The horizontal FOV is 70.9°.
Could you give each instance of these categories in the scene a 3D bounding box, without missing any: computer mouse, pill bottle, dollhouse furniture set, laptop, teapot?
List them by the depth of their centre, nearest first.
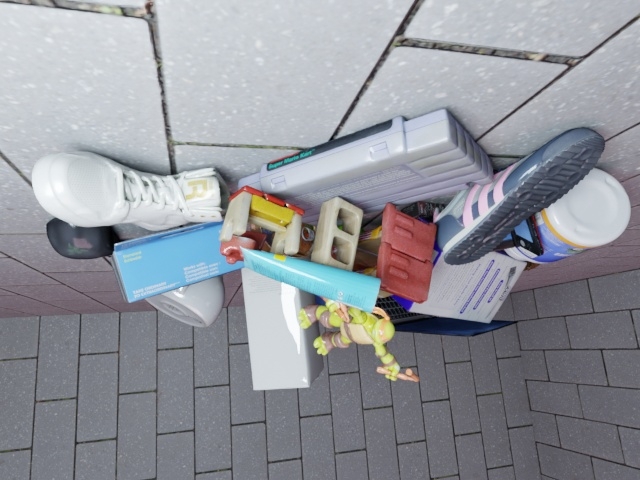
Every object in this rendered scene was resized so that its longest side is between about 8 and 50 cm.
[{"bbox_3d":[0.000,0.000,0.789,0.374,0.152,0.201,23,156,-27],"label":"dollhouse furniture set"},{"bbox_3d":[0.479,-0.035,0.929,0.153,0.152,0.272,-4,167,-1],"label":"pill bottle"},{"bbox_3d":[-0.506,0.014,1.002,0.189,0.072,0.272,-2,167,-7],"label":"computer mouse"},{"bbox_3d":[-0.365,0.113,1.261,0.256,0.187,0.252,7,147,32],"label":"teapot"},{"bbox_3d":[0.289,0.136,1.287,0.236,0.407,0.382,-44,152,28],"label":"laptop"}]

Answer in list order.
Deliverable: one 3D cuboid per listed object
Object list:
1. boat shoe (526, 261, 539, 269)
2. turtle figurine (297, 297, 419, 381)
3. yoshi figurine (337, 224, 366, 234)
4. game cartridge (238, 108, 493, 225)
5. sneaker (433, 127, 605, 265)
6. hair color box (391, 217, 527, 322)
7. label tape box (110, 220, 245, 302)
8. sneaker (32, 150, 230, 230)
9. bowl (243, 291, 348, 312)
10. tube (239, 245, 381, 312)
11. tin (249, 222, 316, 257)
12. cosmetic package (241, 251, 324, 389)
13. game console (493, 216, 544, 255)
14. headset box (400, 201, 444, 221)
[{"bbox_3d":[0.671,0.050,1.500,0.105,0.110,0.307,-14,174,22],"label":"boat shoe"},{"bbox_3d":[0.055,0.151,0.816,0.217,0.087,0.269,-10,128,50],"label":"turtle figurine"},{"bbox_3d":[0.163,0.015,1.129,0.362,0.203,0.203,-14,-147,-25],"label":"yoshi figurine"},{"bbox_3d":[0.069,-0.101,0.726,0.355,0.068,0.230,-12,161,32],"label":"game cartridge"},{"bbox_3d":[0.305,-0.092,0.763,0.112,0.131,0.319,14,137,-32],"label":"sneaker"},{"bbox_3d":[0.322,0.080,1.059,0.339,0.185,0.110,15,-162,-38],"label":"hair color box"},{"bbox_3d":[-0.292,0.044,0.928,0.241,0.105,0.334,-17,-179,-26],"label":"label tape box"},{"bbox_3d":[-0.236,-0.077,0.648,0.169,0.108,0.292,-9,176,13],"label":"sneaker"},{"bbox_3d":[-0.073,0.180,1.594,0.392,0.077,0.391,12,-179,0],"label":"bowl"},{"bbox_3d":[-0.017,0.054,0.662,0.207,0.052,0.080,15,150,4],"label":"tube"},{"bbox_3d":[-0.072,-0.023,0.913,0.040,0.106,0.190,-3,169,33],"label":"tin"},{"bbox_3d":[-0.097,0.188,1.196,0.155,0.365,0.197,-7,174,10],"label":"cosmetic package"},{"bbox_3d":[0.349,-0.033,0.876,0.085,0.144,0.124,-25,-163,2],"label":"game console"},{"bbox_3d":[0.224,-0.061,1.001,0.083,0.032,0.062,3,164,-27],"label":"headset box"}]
